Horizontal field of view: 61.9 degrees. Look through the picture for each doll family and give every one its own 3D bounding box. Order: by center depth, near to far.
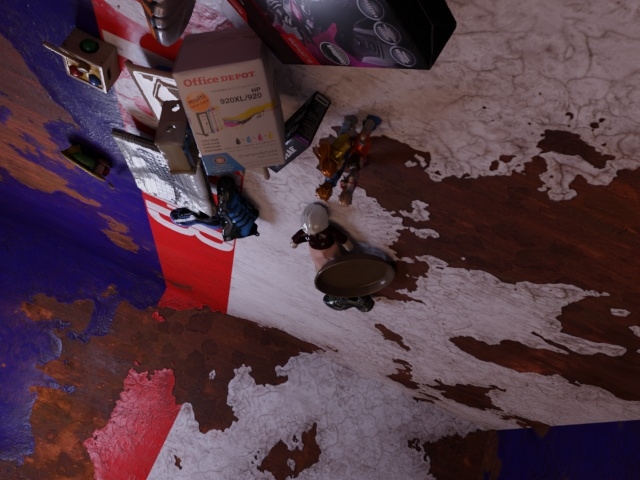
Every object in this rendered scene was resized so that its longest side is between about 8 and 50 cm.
[{"bbox_3d":[0.043,-0.176,1.235,0.118,0.163,0.263,21,156,5],"label":"doll family"}]

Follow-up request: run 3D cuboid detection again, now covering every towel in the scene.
[{"bbox_3d":[-0.486,-0.199,1.687,0.312,0.056,0.324,19,154,9],"label":"towel"}]

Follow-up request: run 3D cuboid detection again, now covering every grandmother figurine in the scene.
[{"bbox_3d":[0.000,0.000,1.733,0.207,0.104,0.342,-9,147,4],"label":"grandmother figurine"}]

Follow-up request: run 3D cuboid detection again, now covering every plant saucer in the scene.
[{"bbox_3d":[0.115,0.118,1.811,0.277,0.041,0.278,-4,149,-2],"label":"plant saucer"}]

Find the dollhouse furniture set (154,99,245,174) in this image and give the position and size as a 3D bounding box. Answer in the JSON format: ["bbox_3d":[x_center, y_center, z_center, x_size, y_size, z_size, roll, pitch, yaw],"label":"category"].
[{"bbox_3d":[-0.276,-0.245,1.273,0.183,0.129,0.129,0,153,3],"label":"dollhouse furniture set"}]

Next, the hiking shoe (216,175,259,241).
[{"bbox_3d":[-0.270,-0.111,1.764,0.132,0.113,0.304,-6,150,-8],"label":"hiking shoe"}]

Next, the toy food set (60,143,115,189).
[{"bbox_3d":[-0.822,-0.280,1.931,0.218,0.071,0.128,36,177,-22],"label":"toy food set"}]

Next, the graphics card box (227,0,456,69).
[{"bbox_3d":[-0.001,-0.376,0.818,0.371,0.094,0.233,21,166,45],"label":"graphics card box"}]

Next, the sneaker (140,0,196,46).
[{"bbox_3d":[-0.326,-0.514,0.951,0.180,0.125,0.321,25,146,6],"label":"sneaker"}]

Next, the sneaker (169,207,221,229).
[{"bbox_3d":[-0.463,-0.100,1.961,0.232,0.081,0.090,6,149,20],"label":"sneaker"}]

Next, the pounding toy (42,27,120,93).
[{"bbox_3d":[-0.585,-0.446,1.318,0.130,0.100,0.141,25,156,-5],"label":"pounding toy"}]

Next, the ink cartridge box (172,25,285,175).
[{"bbox_3d":[-0.173,-0.282,1.075,0.171,0.168,0.233,-8,133,3],"label":"ink cartridge box"}]

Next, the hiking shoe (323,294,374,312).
[{"bbox_3d":[0.101,0.218,2.123,0.226,0.086,0.114,0,134,32],"label":"hiking shoe"}]

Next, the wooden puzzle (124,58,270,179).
[{"bbox_3d":[-0.293,-0.315,1.367,0.347,0.081,0.322,21,156,17],"label":"wooden puzzle"}]

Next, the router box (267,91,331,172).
[{"bbox_3d":[-0.057,-0.243,1.223,0.046,0.133,0.179,32,155,-18],"label":"router box"}]
